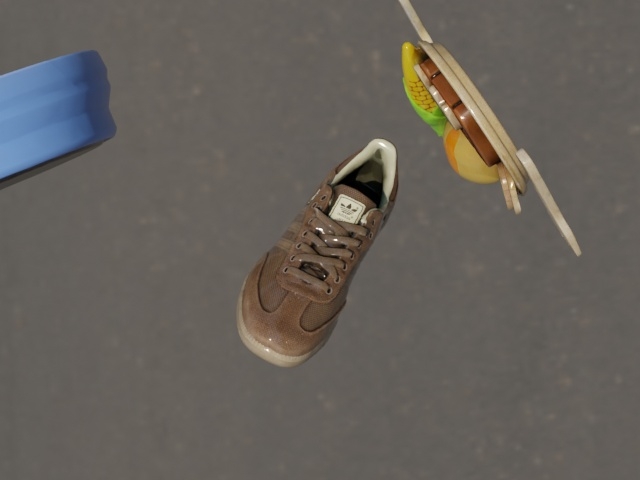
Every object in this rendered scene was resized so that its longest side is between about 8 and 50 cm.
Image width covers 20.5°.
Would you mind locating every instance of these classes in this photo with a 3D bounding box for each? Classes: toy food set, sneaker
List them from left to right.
[{"bbox_3d":[0.000,0.000,1.139,0.066,0.188,0.071,25,132,3],"label":"sneaker"},{"bbox_3d":[0.095,-0.073,1.167,0.038,0.132,0.192,-34,52,3],"label":"toy food set"}]

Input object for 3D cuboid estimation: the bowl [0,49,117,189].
[{"bbox_3d":[-0.349,-0.049,1.460,0.391,0.391,0.077,-17,97,54],"label":"bowl"}]
